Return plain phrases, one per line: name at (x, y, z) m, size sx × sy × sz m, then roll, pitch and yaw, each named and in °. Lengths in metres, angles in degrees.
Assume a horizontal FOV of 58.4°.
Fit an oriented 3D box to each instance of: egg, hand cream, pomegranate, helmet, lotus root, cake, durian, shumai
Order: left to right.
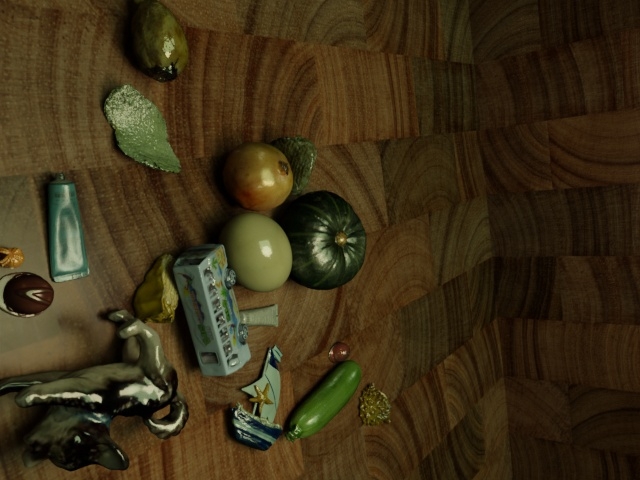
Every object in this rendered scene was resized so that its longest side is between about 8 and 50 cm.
helmet at (-0.563, 0.107, 1.111) m, size 0.111 × 0.057 × 0.089 m, roll 18°, pitch 77°, yaw -50°
hand cream at (-0.525, -0.028, 1.184) m, size 0.083 × 0.048 × 0.224 m, roll -13°, pitch 105°, yaw -51°
lotus root at (-0.376, -0.469, 1.311) m, size 0.138 × 0.139 × 0.213 m, roll -20°, pitch 96°, yaw -51°
cake at (-0.361, 0.110, 1.330) m, size 0.184 × 0.116 × 0.079 m, roll -55°, pitch 131°, yaw -32°
hand cream at (-0.182, 0.217, 1.613) m, size 0.195 × 0.042 × 0.067 m, roll 6°, pitch 76°, yaw -57°
egg at (-0.170, 0.035, 1.513) m, size 0.185 × 0.186 × 0.241 m, roll -60°, pitch 143°, yaw -34°
pomegranate at (-0.164, -0.171, 1.528) m, size 0.191 × 0.191 × 0.191 m, roll 3°, pitch 87°, yaw -52°
shumai at (-0.063, -0.220, 1.666) m, size 0.142 × 0.184 × 0.183 m, roll -17°, pitch 102°, yaw -57°
helmet at (0.071, 0.377, 1.916) m, size 0.084 × 0.049 × 0.065 m, roll -35°, pitch 117°, yaw -47°
durian at (0.220, 0.618, 2.074) m, size 0.224 × 0.079 × 0.140 m, roll 49°, pitch 52°, yaw -37°

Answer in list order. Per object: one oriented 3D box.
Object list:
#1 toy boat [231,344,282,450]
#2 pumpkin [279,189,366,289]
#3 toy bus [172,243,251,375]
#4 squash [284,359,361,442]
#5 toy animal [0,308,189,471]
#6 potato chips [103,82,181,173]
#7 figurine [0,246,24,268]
toy boat at (-0.163, 0.437, 1.629) m, size 0.220 × 0.067 × 0.290 m, roll 45°, pitch 44°, yaw -42°
pumpkin at (0.000, 0.000, 1.720) m, size 0.300 × 0.207 × 0.299 m, roll 3°, pitch 85°, yaw -37°
toy bus at (-0.265, 0.180, 1.411) m, size 0.136 × 0.109 × 0.329 m, roll -56°, pitch 138°, yaw -64°
squash at (0.023, 0.500, 1.806) m, size 0.395 × 0.107 × 0.107 m, roll -34°, pitch 115°, yaw -47°
toy animal at (-0.433, 0.342, 1.162) m, size 0.344 × 0.194 × 0.302 m, roll -36°, pitch 111°, yaw -41°
potato chips at (-0.403, -0.252, 1.330) m, size 0.167 × 0.059 × 0.228 m, roll -41°, pitch 115°, yaw -52°
figurine at (-0.611, 0.039, 1.066) m, size 0.109 × 0.047 × 0.064 m, roll -14°, pitch 76°, yaw -45°
